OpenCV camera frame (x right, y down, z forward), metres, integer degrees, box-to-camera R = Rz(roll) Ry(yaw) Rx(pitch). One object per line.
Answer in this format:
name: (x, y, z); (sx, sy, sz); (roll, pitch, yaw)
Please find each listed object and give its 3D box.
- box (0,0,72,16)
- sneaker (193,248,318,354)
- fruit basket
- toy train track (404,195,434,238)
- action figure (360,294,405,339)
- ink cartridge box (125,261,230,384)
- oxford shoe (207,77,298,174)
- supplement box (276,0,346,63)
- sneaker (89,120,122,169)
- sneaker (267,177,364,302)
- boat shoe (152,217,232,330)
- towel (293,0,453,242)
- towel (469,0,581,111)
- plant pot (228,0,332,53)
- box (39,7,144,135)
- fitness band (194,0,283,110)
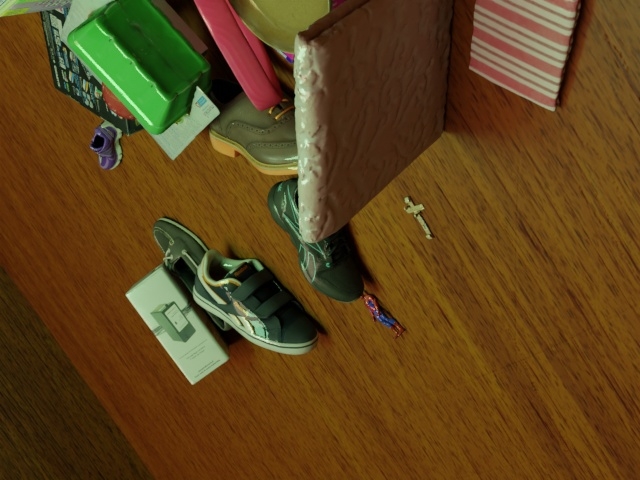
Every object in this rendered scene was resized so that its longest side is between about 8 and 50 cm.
box: (-0.489, -0.540, 1.833); (0.117, 0.214, 0.243); (-14, 94, 51)
sneaker: (-0.142, 0.128, 2.235); (0.321, 0.126, 0.127); (26, 127, 22)
fruit basket: (-0.332, -0.312, 1.891); (0.327, 0.165, 0.353); (47, 164, -7)
toy train track: (0.164, -0.036, 1.752); (0.083, 0.014, 0.048); (57, 150, -11)
action figure: (0.113, 0.142, 2.003); (0.115, 0.030, 0.038); (49, 155, 9)
ink cartridge box: (-0.343, 0.194, 2.521); (0.273, 0.115, 0.198); (55, 178, -6)
oxford shoe: (-0.087, -0.205, 1.806); (0.364, 0.130, 0.132); (18, 130, 44)
supplement box: (-0.028, -0.390, 1.535); (0.111, 0.114, 0.220); (42, 147, 18)
sneaker: (-0.507, -0.221, 2.411); (0.068, 0.071, 0.170); (42, 149, 16)
sneaker: (0.000, 0.000, 1.930); (0.267, 0.101, 0.106); (54, 148, -5)
boat shoe: (-0.292, 0.076, 2.412); (0.335, 0.095, 0.112); (41, 149, 17)
towel: (0.072, -0.199, 1.401); (0.053, 0.317, 0.331); (28, 141, 27)
towel: (0.265, -0.271, 1.352); (0.144, 0.029, 0.197); (35, 148, 26)
plant pot: (-0.064, -0.376, 1.457); (0.236, 0.032, 0.236); (34, 144, 29)
box: (-0.465, -0.400, 2.117); (0.293, 0.073, 0.295); (30, 137, 36)
fitness band: (-0.142, -0.337, 1.666); (0.291, 0.054, 0.209); (57, -169, -47)
